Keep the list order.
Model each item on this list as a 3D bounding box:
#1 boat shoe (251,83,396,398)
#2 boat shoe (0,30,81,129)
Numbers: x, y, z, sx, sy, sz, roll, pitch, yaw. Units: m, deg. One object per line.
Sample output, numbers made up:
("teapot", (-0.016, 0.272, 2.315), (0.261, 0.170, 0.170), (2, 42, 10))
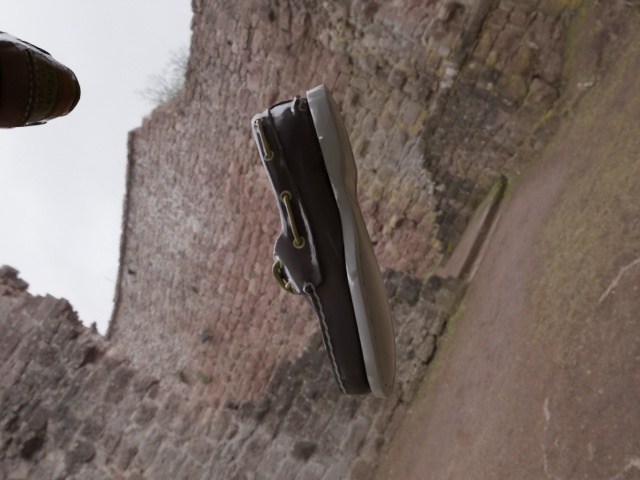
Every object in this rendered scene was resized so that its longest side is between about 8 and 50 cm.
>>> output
("boat shoe", (0.000, 0.000, 0.554), (0.116, 0.096, 0.324), (38, -142, -70))
("boat shoe", (-0.354, -0.164, 0.564), (0.104, 0.307, 0.111), (-6, -65, -47))
